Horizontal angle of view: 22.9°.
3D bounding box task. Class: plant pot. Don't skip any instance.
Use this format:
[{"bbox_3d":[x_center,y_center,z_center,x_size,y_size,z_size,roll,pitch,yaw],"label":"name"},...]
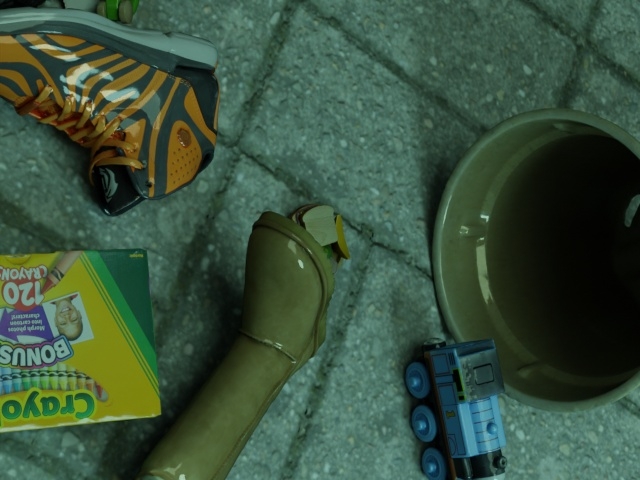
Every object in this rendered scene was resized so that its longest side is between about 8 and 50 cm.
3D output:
[{"bbox_3d":[0.353,0.015,1.828,0.305,0.334,0.334,-4,85,-48],"label":"plant pot"}]

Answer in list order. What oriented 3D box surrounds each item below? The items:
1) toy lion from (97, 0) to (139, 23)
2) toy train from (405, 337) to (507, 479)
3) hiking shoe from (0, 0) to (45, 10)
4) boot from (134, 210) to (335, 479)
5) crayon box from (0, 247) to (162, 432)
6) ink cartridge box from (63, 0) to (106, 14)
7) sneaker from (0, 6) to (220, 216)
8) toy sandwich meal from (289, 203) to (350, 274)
[{"bbox_3d":[-0.201,-0.279,1.612,0.096,0.034,0.100,-55,143,-63],"label":"toy lion"},{"bbox_3d":[0.157,0.197,1.759,0.080,0.105,0.184,-9,87,-36],"label":"toy train"},{"bbox_3d":[-0.283,-0.291,1.511,0.227,0.086,0.114,-34,88,-16],"label":"hiking shoe"},{"bbox_3d":[-0.087,0.136,1.547,0.269,0.089,0.236,-53,152,-31],"label":"boot"},{"bbox_3d":[-0.292,0.097,1.468,0.278,0.081,0.165,-2,83,-36],"label":"crayon box"},{"bbox_3d":[-0.301,-0.318,1.565,0.181,0.056,0.224,-13,108,-37],"label":"ink cartridge box"},{"bbox_3d":[-0.226,-0.119,1.525,0.321,0.124,0.180,3,79,-36],"label":"sneaker"},{"bbox_3d":[0.000,0.000,1.726,0.085,0.029,0.085,7,78,-35],"label":"toy sandwich meal"}]
